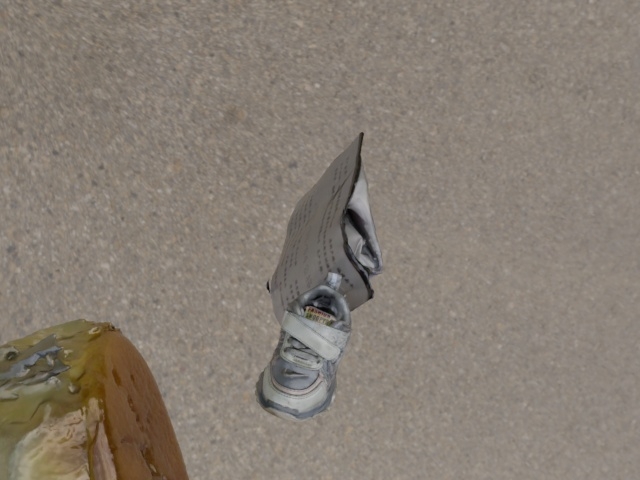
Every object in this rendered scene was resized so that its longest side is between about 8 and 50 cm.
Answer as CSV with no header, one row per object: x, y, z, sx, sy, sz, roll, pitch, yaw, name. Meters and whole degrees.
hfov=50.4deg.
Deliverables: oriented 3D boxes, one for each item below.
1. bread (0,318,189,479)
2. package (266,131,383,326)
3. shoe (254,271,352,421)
-0.254,0.283,0.793,0.183,0.236,0.388,-15,76,-8,bread
0.000,0.000,0.920,0.062,0.250,0.204,17,145,-28,package
-0.007,0.114,0.753,0.089,0.180,0.092,20,126,6,shoe
